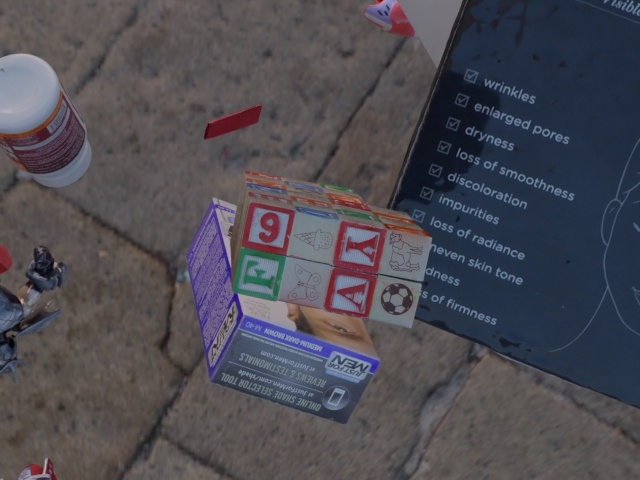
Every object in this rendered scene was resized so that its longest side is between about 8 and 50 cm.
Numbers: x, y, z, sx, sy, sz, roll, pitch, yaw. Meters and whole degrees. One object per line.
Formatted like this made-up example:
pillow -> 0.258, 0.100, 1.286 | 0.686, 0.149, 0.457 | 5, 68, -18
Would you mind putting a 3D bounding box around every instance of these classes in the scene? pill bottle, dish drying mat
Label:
pill bottle -> -0.404, -0.164, 1.855 | 0.121, 0.221, 0.121 | -2, 68, 5
dish drying mat -> -0.112, -0.151, 1.653 | 0.083, 0.032, 0.008 | -24, 58, -34

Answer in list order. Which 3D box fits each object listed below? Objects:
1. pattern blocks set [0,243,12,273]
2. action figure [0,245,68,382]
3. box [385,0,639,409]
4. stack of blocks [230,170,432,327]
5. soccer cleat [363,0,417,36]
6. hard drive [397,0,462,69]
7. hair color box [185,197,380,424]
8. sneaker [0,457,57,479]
pattern blocks set -> -0.553, -0.087, 1.801 | 0.026, 0.325, 0.285 | -27, 75, 14
action figure -> -0.369, 0.024, 1.364 | 0.185, 0.099, 0.285 | -28, 111, -39
box -> 0.357, -0.097, 1.535 | 0.480, 0.471, 0.297 | 22, 25, 6
stack of blocks -> 0.000, 0.000, 1.312 | 0.171, 0.297, 0.087 | 11, 98, -6
soccer cleat -> 0.133, -0.418, 2.054 | 0.095, 0.083, 0.248 | 18, 50, -5
hard drive -> 0.241, -0.368, 1.725 | 0.040, 0.307, 0.203 | -30, 89, -53
hair color box -> -0.057, 0.081, 1.658 | 0.185, 0.339, 0.110 | 20, 111, -20
sneaker -> -0.211, 0.188, 0.950 | 0.042, 0.118, 0.067 | -22, 68, -13
